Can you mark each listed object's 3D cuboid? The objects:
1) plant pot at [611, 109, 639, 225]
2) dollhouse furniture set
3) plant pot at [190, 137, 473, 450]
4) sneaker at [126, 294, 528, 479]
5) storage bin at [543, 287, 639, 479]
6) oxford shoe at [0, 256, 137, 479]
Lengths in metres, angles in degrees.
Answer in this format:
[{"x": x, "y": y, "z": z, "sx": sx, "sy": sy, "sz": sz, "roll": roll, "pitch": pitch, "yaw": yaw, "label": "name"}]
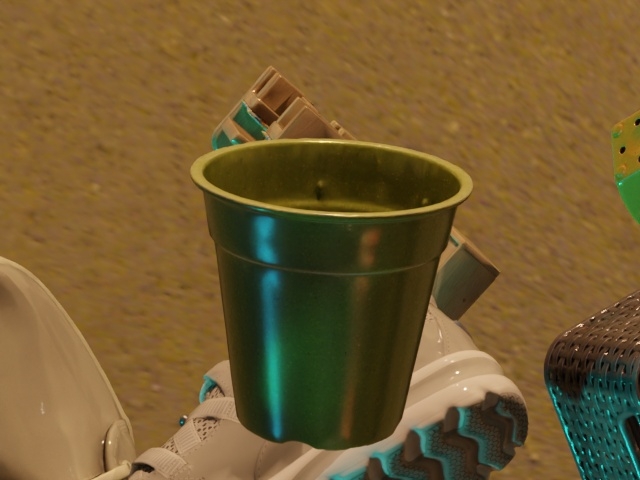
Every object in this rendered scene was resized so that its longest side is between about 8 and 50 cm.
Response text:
[{"x": 0.240, "y": -0.052, "z": 1.328, "sx": 0.081, "sy": 0.083, "sz": 0.081, "roll": -33, "pitch": 44, "yaw": 41, "label": "plant pot"}, {"x": 0.000, "y": 0.000, "z": 1.642, "sx": 0.242, "sy": 0.212, "sz": 0.161, "roll": 40, "pitch": 95, "yaw": -16, "label": "dollhouse furniture set"}, {"x": 0.001, "y": 0.018, "z": 0.592, "sx": 0.083, "sy": 0.083, "sz": 0.079, "roll": 11, "pitch": 109, "yaw": 22, "label": "plant pot"}, {"x": -0.038, "y": 0.118, "z": 0.985, "sx": 0.281, "sy": 0.105, "sz": 0.115, "roll": -27, "pitch": 50, "yaw": 0, "label": "sneaker"}, {"x": 0.218, "y": 0.073, "z": 0.997, "sx": 0.180, "sy": 0.084, "sz": 0.122, "roll": -27, "pitch": 102, "yaw": -24, "label": "storage bin"}, {"x": -0.174, "y": 0.218, "z": 1.434, "sx": 0.130, "sy": 0.169, "sz": 0.449, "roll": -8, "pitch": 102, "yaw": 57, "label": "oxford shoe"}]
